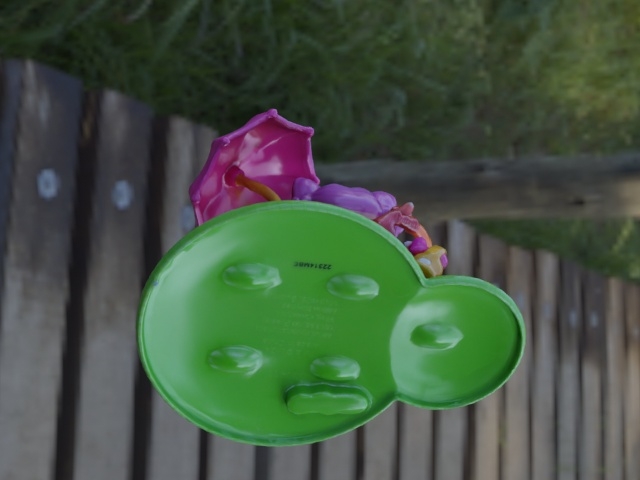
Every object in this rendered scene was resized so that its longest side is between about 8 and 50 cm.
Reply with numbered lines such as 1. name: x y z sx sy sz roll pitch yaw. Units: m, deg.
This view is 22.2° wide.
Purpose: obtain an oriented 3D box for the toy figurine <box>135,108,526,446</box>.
1. toy figurine: 0.000 0.000 0.777 0.159 0.173 0.130 -98 -164 -57
